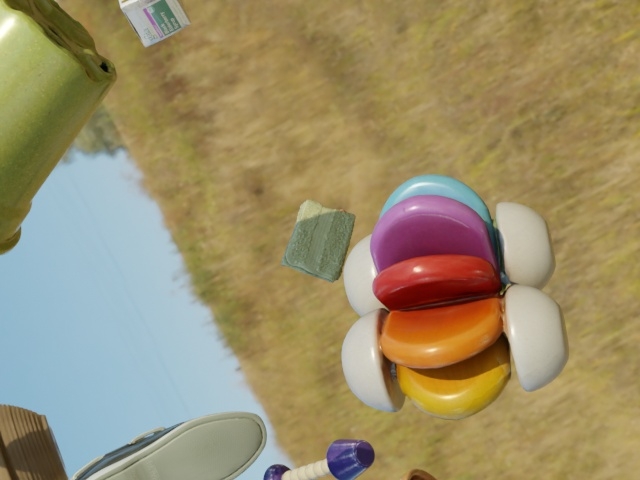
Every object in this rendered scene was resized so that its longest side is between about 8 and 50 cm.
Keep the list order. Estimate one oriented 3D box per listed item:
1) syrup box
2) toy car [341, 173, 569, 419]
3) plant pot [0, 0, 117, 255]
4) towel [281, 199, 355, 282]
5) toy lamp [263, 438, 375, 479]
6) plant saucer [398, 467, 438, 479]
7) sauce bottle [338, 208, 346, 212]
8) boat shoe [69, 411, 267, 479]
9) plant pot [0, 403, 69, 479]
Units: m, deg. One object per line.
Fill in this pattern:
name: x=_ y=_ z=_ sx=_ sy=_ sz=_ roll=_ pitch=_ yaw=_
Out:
syrup box: x=-0.305 y=-0.453 z=1.835 sx=0.093 sy=0.096 sz=0.237 roll=59 pitch=-174 yaw=-46
toy car: x=0.085 y=0.029 z=0.750 sx=0.136 sy=0.159 sz=0.182 roll=61 pitch=-156 yaw=-43
plant pot: x=-0.389 y=-0.165 z=1.244 sx=0.276 sy=0.254 sz=0.276 roll=45 pitch=-169 yaw=-11
towel: x=0.000 y=0.000 z=1.857 sx=0.027 sy=0.110 sz=0.148 roll=106 pitch=-178 yaw=-59
toy lamp: x=-0.003 y=0.416 z=1.912 sx=0.080 sy=0.274 sz=0.080 roll=18 pitch=-121 yaw=-33
plant saucer: x=0.123 y=0.325 z=1.041 sx=0.200 sy=0.037 sz=0.200 roll=53 pitch=-164 yaw=-22
sauce bottle: x=0.006 y=-0.005 z=1.962 sx=0.042 sy=0.128 sz=0.042 roll=37 pitch=159 yaw=17
boat shoe: x=-0.224 y=0.317 z=1.503 sx=0.091 sy=0.302 sz=0.114 roll=7 pitch=110 yaw=61
plant pot: x=-0.489 y=0.365 z=1.740 sx=0.237 sy=0.109 sz=0.237 roll=161 pitch=90 yaw=-75
